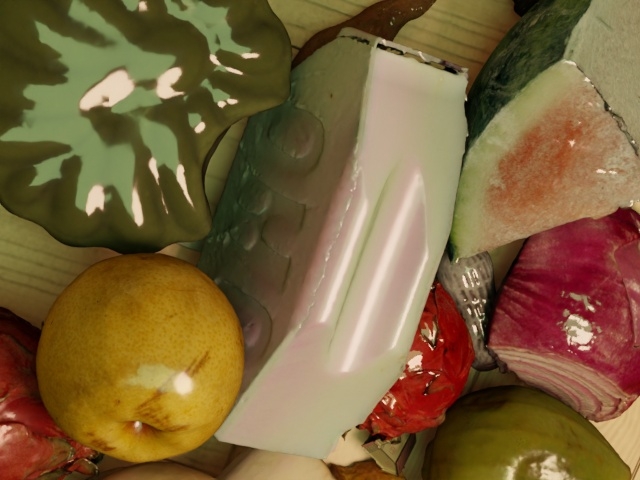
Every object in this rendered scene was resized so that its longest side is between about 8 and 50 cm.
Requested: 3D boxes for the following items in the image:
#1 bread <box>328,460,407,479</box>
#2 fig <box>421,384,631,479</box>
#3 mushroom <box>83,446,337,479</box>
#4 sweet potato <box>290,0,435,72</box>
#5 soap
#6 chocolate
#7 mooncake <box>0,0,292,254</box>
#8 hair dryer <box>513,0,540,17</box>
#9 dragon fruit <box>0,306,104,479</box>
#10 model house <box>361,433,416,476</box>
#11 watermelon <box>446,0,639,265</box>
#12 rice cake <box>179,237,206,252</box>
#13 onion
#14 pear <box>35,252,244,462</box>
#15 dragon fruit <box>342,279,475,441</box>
[{"bbox_3d":[0.086,0.388,1.831,0.129,0.134,0.260,-23,107,-7],"label":"bread"},{"bbox_3d":[0.230,0.261,1.776,0.230,0.207,0.207,-16,109,21],"label":"fig"},{"bbox_3d":[-0.118,0.375,1.675,0.353,0.325,0.353,-1,100,-3],"label":"mushroom"},{"bbox_3d":[0.047,-0.221,1.711,0.226,0.068,0.068,-32,108,-4],"label":"sweet potato"},{"bbox_3d":[0.000,0.000,1.638,0.156,0.261,0.446,16,99,-32],"label":"soap"},{"bbox_3d":[0.182,0.075,1.810,0.072,0.072,0.167,-22,105,-7],"label":"chocolate"},{"bbox_3d":[-0.209,-0.165,1.590,0.351,0.187,0.351,-2,99,-12],"label":"mooncake"},{"bbox_3d":[0.341,-0.225,1.765,0.352,0.107,0.189,37,94,-13],"label":"hair dryer"},{"bbox_3d":[-0.363,0.179,1.628,0.299,0.244,0.244,3,103,-26],"label":"dragon fruit"},{"bbox_3d":[0.096,0.228,1.833,0.058,0.057,0.083,46,46,-14],"label":"model house"},{"bbox_3d":[0.281,-0.114,1.661,0.258,0.228,0.387,24,119,-4],"label":"watermelon"},{"bbox_3d":[-0.185,-0.029,1.721,0.180,0.030,0.042,23,98,-17],"label":"rice cake"},{"bbox_3d":[0.333,0.081,1.792,0.250,0.111,0.247,31,87,-31],"label":"onion"},{"bbox_3d":[-0.177,0.109,1.531,0.209,0.209,0.209,-3,104,-12],"label":"pear"},{"bbox_3d":[0.087,0.132,1.751,0.172,0.172,0.209,28,95,-17],"label":"dragon fruit"}]
